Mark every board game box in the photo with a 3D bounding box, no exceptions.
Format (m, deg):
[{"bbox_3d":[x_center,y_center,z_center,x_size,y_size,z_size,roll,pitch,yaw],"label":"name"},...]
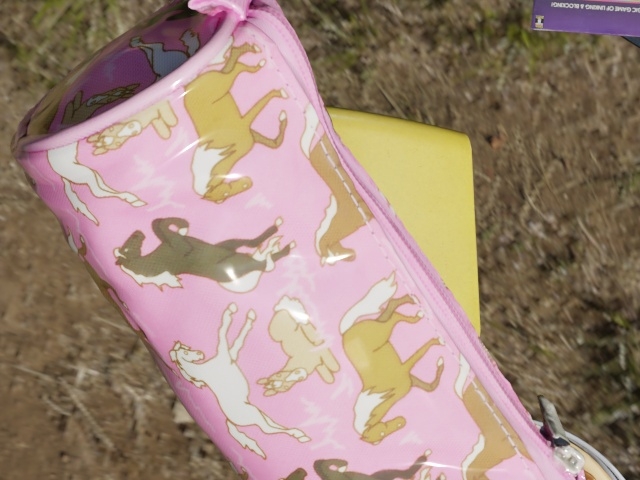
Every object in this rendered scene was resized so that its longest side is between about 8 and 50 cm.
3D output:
[{"bbox_3d":[0.322,-0.297,1.548,0.170,0.048,0.141,6,104,17],"label":"board game box"}]

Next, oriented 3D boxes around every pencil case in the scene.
[{"bbox_3d":[-0.005,0.044,0.776,0.167,0.160,0.386,-41,110,-14],"label":"pencil case"}]

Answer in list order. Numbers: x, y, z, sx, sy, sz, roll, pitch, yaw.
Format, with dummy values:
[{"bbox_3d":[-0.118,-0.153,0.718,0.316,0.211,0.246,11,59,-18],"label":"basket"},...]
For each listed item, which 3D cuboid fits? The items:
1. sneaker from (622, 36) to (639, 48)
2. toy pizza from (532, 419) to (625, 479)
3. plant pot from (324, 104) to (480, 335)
[{"bbox_3d":[0.462,-0.284,1.643,0.295,0.178,0.124,33,61,20],"label":"sneaker"},{"bbox_3d":[0.184,0.244,1.242,0.201,0.032,0.201,14,123,22],"label":"toy pizza"},{"bbox_3d":[0.000,0.000,0.985,0.187,0.212,0.212,-5,96,-11],"label":"plant pot"}]
